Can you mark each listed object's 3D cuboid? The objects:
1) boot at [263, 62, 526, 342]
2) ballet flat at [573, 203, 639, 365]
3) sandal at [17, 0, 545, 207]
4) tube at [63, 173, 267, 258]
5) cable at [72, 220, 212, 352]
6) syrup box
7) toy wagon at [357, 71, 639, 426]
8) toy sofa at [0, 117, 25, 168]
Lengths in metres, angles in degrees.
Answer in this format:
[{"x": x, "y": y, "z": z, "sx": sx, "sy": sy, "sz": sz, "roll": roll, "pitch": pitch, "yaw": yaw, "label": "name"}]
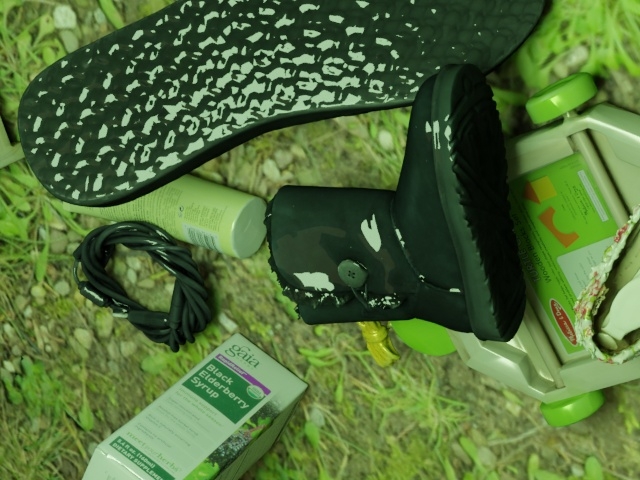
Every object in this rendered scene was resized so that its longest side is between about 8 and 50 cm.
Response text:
[{"x": 0.045, "y": -0.026, "z": 1.145, "sx": 0.207, "sy": 0.094, "sz": 0.246, "roll": 5, "pitch": 127, "yaw": 28, "label": "boot"}, {"x": 0.264, "y": -0.002, "z": 1.057, "sx": 0.091, "sy": 0.077, "sz": 0.241, "roll": 28, "pitch": 113, "yaw": 8, "label": "ballet flat"}, {"x": -0.035, "y": -0.157, "z": 1.183, "sx": 0.445, "sy": 0.107, "sz": 0.168, "roll": -18, "pitch": 87, "yaw": 11, "label": "sandal"}, {"x": -0.162, "y": -0.044, "z": 1.392, "sx": 0.240, "sy": 0.062, "sz": 0.070, "roll": 16, "pitch": 79, "yaw": 29, "label": "tube"}, {"x": -0.174, "y": 0.046, "z": 1.411, "sx": 0.150, "sy": 0.047, "sz": 0.184, "roll": 47, "pitch": 146, "yaw": -6, "label": "cable"}, {"x": -0.119, "y": 0.192, "z": 1.358, "sx": 0.093, "sy": 0.237, "sz": 0.096, "roll": 36, "pitch": 128, "yaw": 12, "label": "syrup box"}, {"x": 0.176, "y": 0.023, "z": 1.201, "sx": 0.344, "sy": 0.068, "sz": 0.267, "roll": -22, "pitch": 99, "yaw": 38, "label": "toy wagon"}, {"x": -0.442, "y": -0.209, "z": 1.410, "sx": 0.150, "sy": 0.177, "sz": 0.363, "roll": -6, "pitch": 108, "yaw": 35, "label": "toy sofa"}]
